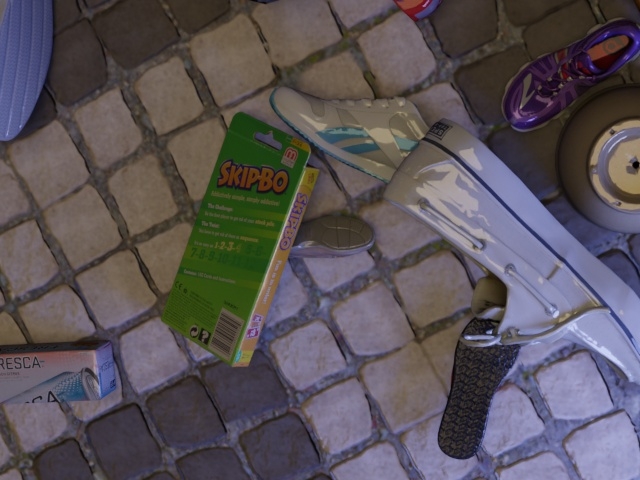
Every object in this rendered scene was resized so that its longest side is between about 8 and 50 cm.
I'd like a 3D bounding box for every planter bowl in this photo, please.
[{"bbox_3d":[0.325,-0.080,1.395,0.162,0.109,0.162,1,98,10],"label":"planter bowl"}]

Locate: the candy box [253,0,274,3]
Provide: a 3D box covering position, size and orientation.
[{"bbox_3d":[-0.069,-0.329,1.366,0.071,0.233,0.159,-13,94,12],"label":"candy box"}]

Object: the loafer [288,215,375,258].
[{"bbox_3d":[0.000,0.000,1.503,0.125,0.039,0.045,-1,64,7],"label":"loafer"}]

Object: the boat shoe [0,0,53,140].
[{"bbox_3d":[-0.373,-0.279,1.499,0.119,0.121,0.335,3,87,17],"label":"boat shoe"}]

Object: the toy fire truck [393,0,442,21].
[{"bbox_3d":[0.049,-0.310,1.398,0.047,0.135,0.192,-42,89,12],"label":"toy fire truck"}]

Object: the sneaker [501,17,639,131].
[{"bbox_3d":[0.262,-0.179,1.412,0.170,0.071,0.068,-37,90,13],"label":"sneaker"}]

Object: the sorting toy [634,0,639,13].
[{"bbox_3d":[0.333,-0.372,1.329,0.229,0.041,0.307,-33,115,2],"label":"sorting toy"}]

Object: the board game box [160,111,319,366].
[{"bbox_3d":[-0.088,-0.003,1.489,0.124,0.039,0.260,28,106,36],"label":"board game box"}]

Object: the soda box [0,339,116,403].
[{"bbox_3d":[-0.336,0.155,1.568,0.183,0.058,0.063,-4,97,11],"label":"soda box"}]

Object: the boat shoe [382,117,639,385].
[{"bbox_3d":[0.203,0.054,1.384,0.367,0.136,0.156,44,86,-13],"label":"boat shoe"}]

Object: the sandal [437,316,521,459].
[{"bbox_3d":[0.172,0.154,1.487,0.067,0.040,0.179,19,99,3],"label":"sandal"}]

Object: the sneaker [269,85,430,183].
[{"bbox_3d":[0.055,-0.120,1.455,0.228,0.087,0.092,25,94,-1],"label":"sneaker"}]
